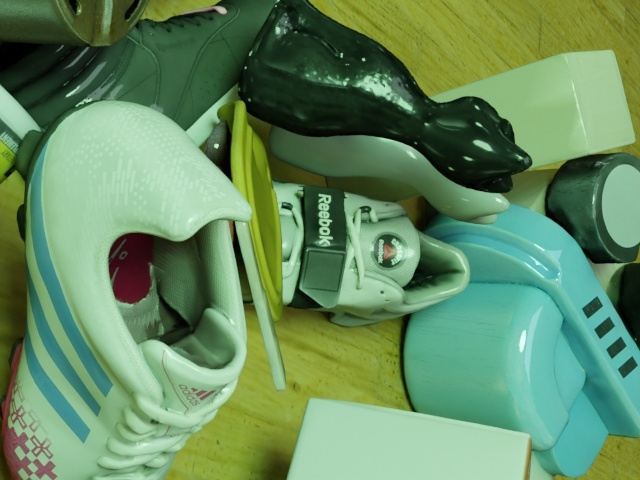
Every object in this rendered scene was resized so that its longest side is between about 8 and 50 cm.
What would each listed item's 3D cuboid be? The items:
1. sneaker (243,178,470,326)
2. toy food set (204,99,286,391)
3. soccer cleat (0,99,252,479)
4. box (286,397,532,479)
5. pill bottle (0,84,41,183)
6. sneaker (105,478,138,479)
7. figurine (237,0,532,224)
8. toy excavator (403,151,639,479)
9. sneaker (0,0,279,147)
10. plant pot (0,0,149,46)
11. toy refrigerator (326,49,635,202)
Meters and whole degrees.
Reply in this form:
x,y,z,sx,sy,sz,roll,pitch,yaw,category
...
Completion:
x,y,z,sx,sy,sz,roll,pitch,yaw,category
0.000,0.000,0.811,0.330,0.146,0.122,11,73,-46,sneaker
-0.070,-0.007,0.645,0.218,0.071,0.128,-95,173,-59,toy food set
-0.110,0.083,0.561,0.116,0.143,0.331,-26,138,-39,soccer cleat
0.044,0.321,0.695,0.215,0.168,0.345,74,27,-56,box
-0.248,-0.029,0.517,0.184,0.103,0.103,-45,119,-8,pill bottle
-0.118,0.301,0.522,0.108,0.169,0.293,0,106,-11,sneaker
0.058,-0.079,0.756,0.092,0.209,0.215,-62,170,-6,figurine
0.196,0.193,0.971,0.445,0.222,0.433,-49,119,-28,toy excavator
-0.129,-0.151,0.727,0.147,0.104,0.296,58,48,-28,sneaker
-0.194,-0.186,0.571,0.167,0.165,0.167,12,90,-72,plant pot
0.134,-0.098,0.889,0.102,0.269,0.094,-16,92,-49,toy refrigerator
